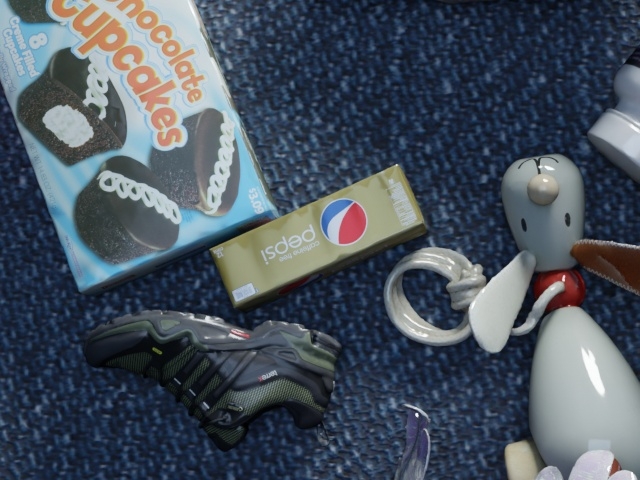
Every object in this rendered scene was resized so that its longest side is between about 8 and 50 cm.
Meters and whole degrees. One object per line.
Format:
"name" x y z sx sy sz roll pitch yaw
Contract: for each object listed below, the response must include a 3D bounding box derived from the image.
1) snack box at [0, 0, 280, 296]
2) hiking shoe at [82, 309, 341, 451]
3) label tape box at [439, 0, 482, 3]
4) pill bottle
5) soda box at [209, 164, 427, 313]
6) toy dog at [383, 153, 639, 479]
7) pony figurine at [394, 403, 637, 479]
"snack box" -0.181 -0.133 1.531 0.187 0.060 0.322 -23 80 3
"hiking shoe" -0.098 0.123 1.474 0.226 0.086 0.114 4 80 7
"label tape box" 0.148 -0.338 1.482 0.333 0.106 0.241 -1 82 25
"pill bottle" 0.317 -0.139 1.444 0.108 0.108 0.193 40 89 10
"soda box" 0.000 0.000 1.490 0.181 0.061 0.058 -24 80 4
"toy dog" 0.204 0.095 1.401 0.220 0.161 0.334 -33 80 1
"pony figurine" 0.066 0.320 1.322 0.363 0.303 0.351 2 95 -31
